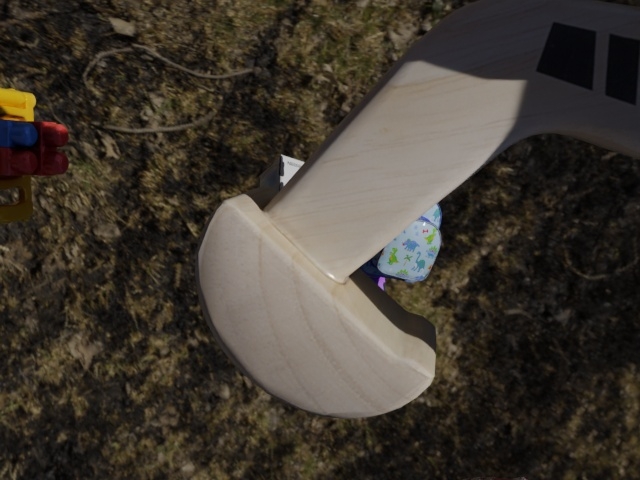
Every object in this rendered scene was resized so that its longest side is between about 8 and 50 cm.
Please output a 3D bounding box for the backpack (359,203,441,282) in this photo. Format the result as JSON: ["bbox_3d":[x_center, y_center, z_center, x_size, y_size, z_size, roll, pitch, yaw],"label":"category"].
[{"bbox_3d":[0.100,-0.008,0.850,0.105,0.084,0.114,13,99,-31],"label":"backpack"}]

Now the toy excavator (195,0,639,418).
[{"bbox_3d":[0.203,-0.082,0.300,0.445,0.222,0.432,18,103,8],"label":"toy excavator"}]

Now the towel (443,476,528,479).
[{"bbox_3d":[0.062,0.234,0.463,0.029,0.197,0.144,38,58,-8],"label":"towel"}]

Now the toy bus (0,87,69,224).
[{"bbox_3d":[-0.387,-0.075,0.752,0.212,0.149,0.220,7,98,10],"label":"toy bus"}]

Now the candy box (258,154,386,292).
[{"bbox_3d":[0.000,0.000,0.924,0.165,0.070,0.196,13,60,-28],"label":"candy box"}]
